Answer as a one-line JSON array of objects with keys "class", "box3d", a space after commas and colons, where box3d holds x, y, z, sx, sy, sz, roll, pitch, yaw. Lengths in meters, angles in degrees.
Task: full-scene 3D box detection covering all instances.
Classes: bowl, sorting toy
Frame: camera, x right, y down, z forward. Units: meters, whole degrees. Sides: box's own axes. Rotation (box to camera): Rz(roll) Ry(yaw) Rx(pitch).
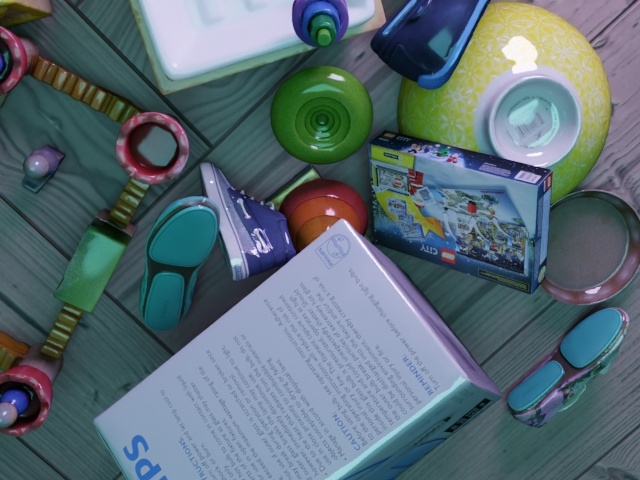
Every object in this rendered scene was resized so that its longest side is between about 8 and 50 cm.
[{"class": "bowl", "box3d": [0.250, -0.158, 1.084, 0.289, 0.156, 0.289, -1, 105, -3]}, {"class": "sorting toy", "box3d": [0.004, -0.104, 1.008, 0.127, 0.126, 0.366, -2, 121, -1]}]

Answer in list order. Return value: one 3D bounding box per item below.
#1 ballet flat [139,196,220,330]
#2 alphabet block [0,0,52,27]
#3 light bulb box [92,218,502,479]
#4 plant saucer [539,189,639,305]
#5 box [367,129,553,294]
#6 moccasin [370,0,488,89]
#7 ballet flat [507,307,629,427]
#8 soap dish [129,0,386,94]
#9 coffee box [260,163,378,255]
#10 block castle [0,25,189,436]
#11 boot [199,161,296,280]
[{"class": "ballet flat", "box3d": [-0.189, 0.012, 1.096, 0.083, 0.087, 0.247, 9, 134, -18]}, {"class": "alphabet block", "box3d": [-0.443, -0.337, 0.964, 0.192, 0.193, 0.197, -13, 102, 1]}, {"class": "light bulb box", "box3d": [-0.003, 0.202, 1.030, 0.361, 0.358, 0.225, -39, 69, 6]}, {"class": "plant saucer", "box3d": [0.373, 0.008, 1.200, 0.168, 0.029, 0.168, -1, 105, -5]}, {"class": "box", "box3d": [0.172, -0.038, 1.071, 0.233, 0.044, 0.159, 19, 133, 32]}, {"class": "moccasin", "box3d": [0.170, -0.350, 1.006, 0.116, 0.138, 0.342, 27, 76, 5]}, {"class": "ballet flat", "box3d": [0.369, 0.188, 1.230, 0.079, 0.077, 0.221, 35, 105, -30]}, {"class": "soap dish", "box3d": [-0.090, -0.331, 1.034, 0.290, 0.118, 0.229, -17, 105, 1]}, {"class": "coffee box", "box3d": [0.000, 0.000, 1.165, 0.113, 0.040, 0.184, -36, 104, 6]}, {"class": "block castle", "box3d": [-0.385, -0.014, 1.046, 0.303, 0.213, 0.453, 29, 101, -10]}, {"class": "boot", "box3d": [-0.097, -0.033, 1.099, 0.086, 0.190, 0.069, -14, 146, -14]}]
